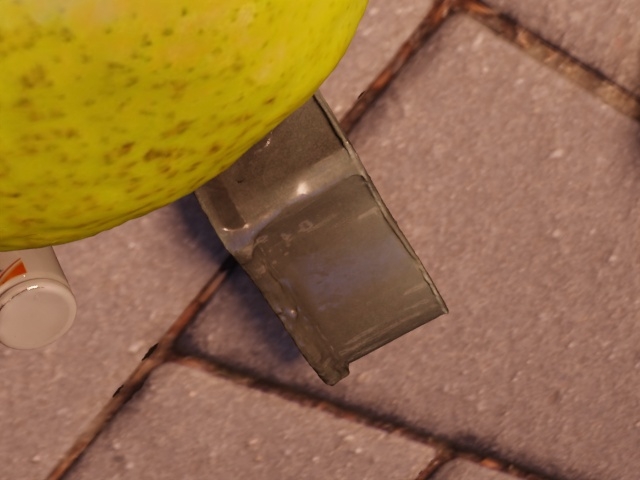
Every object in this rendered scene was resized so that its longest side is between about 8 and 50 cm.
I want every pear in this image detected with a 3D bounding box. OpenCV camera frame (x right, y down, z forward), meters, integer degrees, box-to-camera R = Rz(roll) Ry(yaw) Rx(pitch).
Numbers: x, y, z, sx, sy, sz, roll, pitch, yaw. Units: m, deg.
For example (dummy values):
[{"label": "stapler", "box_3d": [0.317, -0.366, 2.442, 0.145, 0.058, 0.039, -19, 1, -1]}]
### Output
[{"label": "pear", "box_3d": [-0.167, -0.173, 0.763, 0.391, 0.391, 0.391, -16, 135, -16]}]

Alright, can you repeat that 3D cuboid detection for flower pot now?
[{"label": "flower pot", "box_3d": [0.000, 0.000, 1.203, 0.108, 0.103, 0.229, -32, 138, 2]}]

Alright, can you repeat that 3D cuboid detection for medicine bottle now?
[{"label": "medicine bottle", "box_3d": [-0.194, 0.022, 1.122, 0.057, 0.089, 0.057, -16, 136, -16]}]
